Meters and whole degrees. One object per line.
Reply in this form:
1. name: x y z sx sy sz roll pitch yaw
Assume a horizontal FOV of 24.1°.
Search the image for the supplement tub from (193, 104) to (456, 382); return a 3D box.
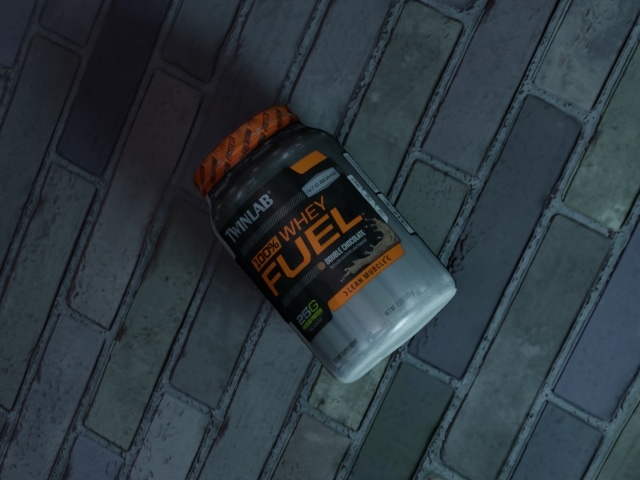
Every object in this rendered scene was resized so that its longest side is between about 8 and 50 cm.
1. supplement tub: 0.000 0.000 1.953 0.207 0.207 0.338 -44 81 21
